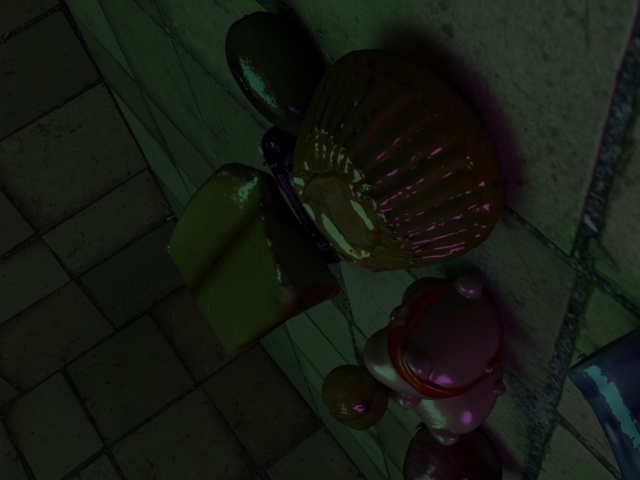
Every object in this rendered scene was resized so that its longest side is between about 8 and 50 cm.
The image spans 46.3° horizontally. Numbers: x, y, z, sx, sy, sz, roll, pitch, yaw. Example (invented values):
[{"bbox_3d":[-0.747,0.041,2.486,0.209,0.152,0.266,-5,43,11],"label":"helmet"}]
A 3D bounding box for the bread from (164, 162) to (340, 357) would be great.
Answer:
[{"bbox_3d":[-0.131,0.029,1.084,0.233,0.245,0.361,59,-175,7],"label":"bread"}]

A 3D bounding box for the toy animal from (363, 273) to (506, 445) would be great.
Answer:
[{"bbox_3d":[0.147,0.137,0.914,0.171,0.171,0.198,42,163,43],"label":"toy animal"}]

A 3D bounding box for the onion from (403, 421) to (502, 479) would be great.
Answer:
[{"bbox_3d":[0.230,0.383,1.218,0.195,0.159,0.159,23,146,46],"label":"onion"}]

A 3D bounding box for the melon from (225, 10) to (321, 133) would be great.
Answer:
[{"bbox_3d":[-0.052,-0.202,0.917,0.162,0.099,0.099,58,166,-14],"label":"melon"}]

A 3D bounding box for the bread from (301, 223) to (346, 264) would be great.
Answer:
[{"bbox_3d":[0.000,0.000,1.308,0.088,0.049,0.226,56,167,-4],"label":"bread"}]

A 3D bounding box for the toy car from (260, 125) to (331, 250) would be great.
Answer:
[{"bbox_3d":[-0.020,-0.092,1.086,0.210,0.089,0.108,60,175,-31],"label":"toy car"}]

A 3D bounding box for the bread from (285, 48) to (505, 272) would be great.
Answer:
[{"bbox_3d":[0.068,-0.072,0.726,0.240,0.139,0.240,47,162,21],"label":"bread"}]

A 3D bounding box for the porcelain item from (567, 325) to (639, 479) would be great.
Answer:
[{"bbox_3d":[0.302,0.193,0.587,0.259,0.141,0.141,61,168,13],"label":"porcelain item"}]

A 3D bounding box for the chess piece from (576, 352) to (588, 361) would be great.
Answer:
[{"bbox_3d":[0.296,0.167,0.707,0.149,0.059,0.059,56,168,27],"label":"chess piece"}]

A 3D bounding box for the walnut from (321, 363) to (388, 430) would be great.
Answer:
[{"bbox_3d":[0.075,0.343,1.671,0.144,0.144,0.180,56,171,-4],"label":"walnut"}]
